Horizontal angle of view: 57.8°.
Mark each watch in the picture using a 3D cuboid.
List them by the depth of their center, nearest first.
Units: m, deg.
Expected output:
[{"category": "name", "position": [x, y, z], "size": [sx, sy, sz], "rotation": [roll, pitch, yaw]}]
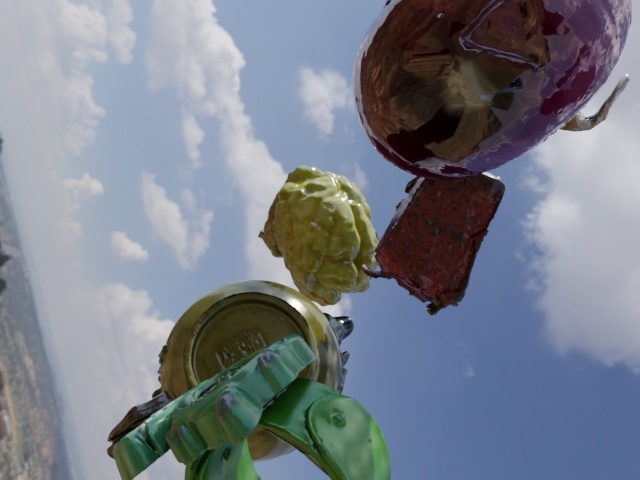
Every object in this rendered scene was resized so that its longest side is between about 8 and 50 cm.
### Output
[{"category": "watch", "position": [-0.038, 0.161, 0.416], "size": [0.165, 0.131, 0.152], "rotation": [-34, -91, 25]}]

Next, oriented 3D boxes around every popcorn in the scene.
[{"category": "popcorn", "position": [0.011, -0.004, 0.723], "size": [0.174, 0.142, 0.173], "rotation": [53, -6, 8]}]

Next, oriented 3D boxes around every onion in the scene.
[{"category": "onion", "position": [0.115, -0.134, 0.428], "size": [0.207, 0.200, 0.201], "rotation": [-4, -80, 34]}]

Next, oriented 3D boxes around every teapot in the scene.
[{"category": "teapot", "position": [-0.080, 0.141, 0.587], "size": [0.173, 0.269, 0.183], "rotation": [57, -15, 16]}]

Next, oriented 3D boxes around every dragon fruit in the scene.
[{"category": "dragon fruit", "position": [0.113, -0.011, 0.590], "size": [0.147, 0.102, 0.096], "rotation": [-60, -173, 3]}]
